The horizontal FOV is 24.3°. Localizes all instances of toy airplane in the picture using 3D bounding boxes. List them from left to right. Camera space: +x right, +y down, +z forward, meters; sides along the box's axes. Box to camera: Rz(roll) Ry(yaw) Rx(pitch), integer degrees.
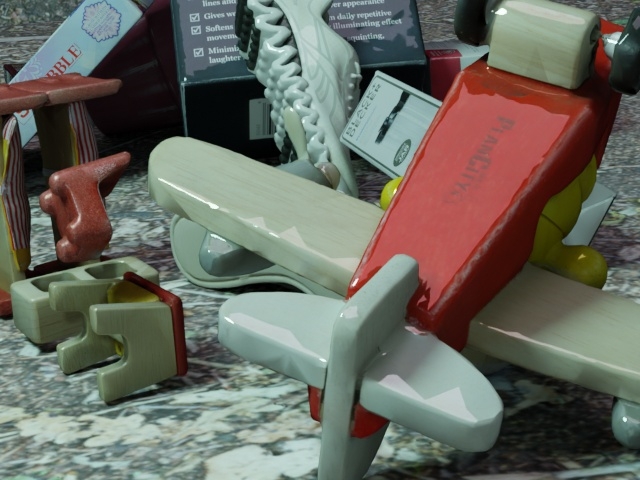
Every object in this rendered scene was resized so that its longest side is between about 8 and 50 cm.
[{"bbox_3d":[0.099,0.026,1.038,0.384,0.272,0.386,-17,54,-5],"label":"toy airplane"}]

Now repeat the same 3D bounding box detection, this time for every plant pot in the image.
[{"bbox_3d":[-0.240,-0.236,2.082,0.180,0.201,0.201,-19,15,7],"label":"plant pot"}]

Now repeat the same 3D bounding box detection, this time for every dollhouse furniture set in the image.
[{"bbox_3d":[-0.200,-0.022,1.290,0.152,0.201,0.374,-13,18,-28],"label":"dollhouse furniture set"}]

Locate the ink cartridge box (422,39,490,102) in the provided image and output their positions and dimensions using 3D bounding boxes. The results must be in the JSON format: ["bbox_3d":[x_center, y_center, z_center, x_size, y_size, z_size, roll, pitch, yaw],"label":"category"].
[{"bbox_3d":[0.217,-0.185,1.864,0.176,0.127,0.128,-5,16,-3],"label":"ink cartridge box"}]

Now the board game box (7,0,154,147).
[{"bbox_3d":[-0.332,-0.209,1.864,0.318,0.066,0.318,-46,11,11],"label":"board game box"}]

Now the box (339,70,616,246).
[{"bbox_3d":[0.143,-0.073,1.451,0.169,0.087,0.290,25,6,-19],"label":"box"}]

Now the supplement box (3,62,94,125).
[{"bbox_3d":[-0.400,-0.224,2.260,0.130,0.073,0.239,-8,18,-16],"label":"supplement box"}]

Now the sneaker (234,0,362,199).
[{"bbox_3d":[-0.001,-0.161,1.638,0.118,0.292,0.110,-10,-26,-19],"label":"sneaker"}]

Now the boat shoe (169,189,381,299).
[{"bbox_3d":[0.000,0.000,1.324,0.095,0.112,0.335,-25,22,-40],"label":"boat shoe"}]

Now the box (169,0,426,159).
[{"bbox_3d":[-0.046,-0.321,1.881,0.294,0.395,0.212,-5,-25,-5],"label":"box"}]
